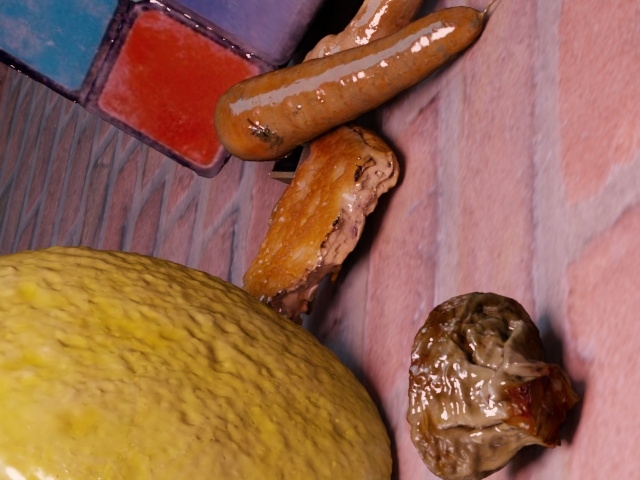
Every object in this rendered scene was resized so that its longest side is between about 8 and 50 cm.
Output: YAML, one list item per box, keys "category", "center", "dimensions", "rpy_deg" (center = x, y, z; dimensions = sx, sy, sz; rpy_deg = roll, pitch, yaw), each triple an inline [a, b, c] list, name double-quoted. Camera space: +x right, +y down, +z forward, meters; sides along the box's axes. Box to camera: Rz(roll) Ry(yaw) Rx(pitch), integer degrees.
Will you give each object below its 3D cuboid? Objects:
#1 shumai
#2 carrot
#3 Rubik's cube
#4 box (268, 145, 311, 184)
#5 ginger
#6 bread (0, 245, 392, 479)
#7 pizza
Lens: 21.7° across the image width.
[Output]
- category: "shumai"
  center: [0.113, 0.087, 1.021]
  dimensions: [0.087, 0.099, 0.123]
  rpy_deg: [-11, 61, 49]
- category: "carrot"
  center: [0.033, -0.140, 1.402]
  dimensions: [0.298, 0.078, 0.078]
  rpy_deg: [-22, 46, 34]
- category: "Rubik's cube"
  center: [-0.127, -0.307, 1.612]
  dimensions: [0.313, 0.318, 0.316]
  rpy_deg: [-57, 4, 36]
- category: "box"
  center: [-0.010, -0.093, 1.598]
  dimensions: [0.079, 0.035, 0.083]
  rpy_deg: [5, 76, 70]
- category: "ginger"
  center: [0.054, -0.176, 1.453]
  dimensions: [0.288, 0.089, 0.075]
  rpy_deg: [-42, 5, 36]
- category: "bread"
  center: [-0.142, 0.198, 1.243]
  dimensions: [0.348, 0.348, 0.307]
  rpy_deg: [-102, 27, -57]
- category: "pizza"
  center: [0.000, 0.000, 1.433]
  dimensions: [0.147, 0.069, 0.226]
  rpy_deg: [3, 66, 62]
